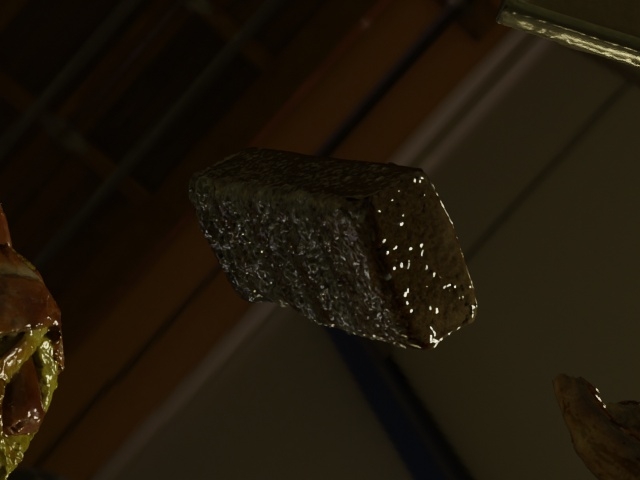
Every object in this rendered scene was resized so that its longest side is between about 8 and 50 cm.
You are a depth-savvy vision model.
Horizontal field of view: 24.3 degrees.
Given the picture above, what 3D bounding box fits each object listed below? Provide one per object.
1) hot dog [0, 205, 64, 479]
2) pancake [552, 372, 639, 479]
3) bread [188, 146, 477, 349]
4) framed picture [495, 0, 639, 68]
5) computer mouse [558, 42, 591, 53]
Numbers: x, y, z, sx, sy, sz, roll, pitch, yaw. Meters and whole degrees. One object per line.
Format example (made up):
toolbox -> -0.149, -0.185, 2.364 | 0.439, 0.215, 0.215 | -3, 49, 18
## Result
hot dog -> -0.240, 0.060, 1.111 | 0.093, 0.123, 0.261 | -20, -116, 5
pancake -> 0.372, 0.225, 1.548 | 0.257, 0.056, 0.212 | 4, -148, 5
bread -> 0.000, 0.000, 1.483 | 0.113, 0.165, 0.416 | -31, -163, -20
framed picture -> 0.262, -0.230, 1.038 | 0.020, 0.240, 0.324 | 107, -1, -53
computer mouse -> 0.306, -0.269, 1.293 | 0.389, 0.199, 0.115 | -36, -165, 51
